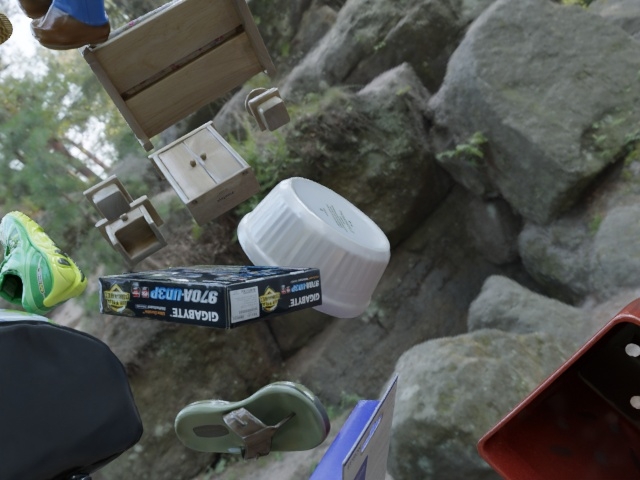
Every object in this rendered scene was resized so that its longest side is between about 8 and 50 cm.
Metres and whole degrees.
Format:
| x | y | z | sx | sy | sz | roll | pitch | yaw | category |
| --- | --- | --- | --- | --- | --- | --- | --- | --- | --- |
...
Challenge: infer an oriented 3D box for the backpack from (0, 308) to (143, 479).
| x | y | z | sx | sy | sz | roll | pitch | yaw | category |
| --- | --- | --- | --- | --- | --- | --- | --- | --- | --- |
| -0.409 | 0.173 | 0.578 | 0.356 | 0.273 | 0.290 | -29 | -14 | 28 | backpack |

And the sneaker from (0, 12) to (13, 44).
| x | y | z | sx | sy | sz | roll | pitch | yaw | category |
| --- | --- | --- | --- | --- | --- | --- | --- | --- | --- |
| -0.626 | -0.336 | 1.058 | 0.185 | 0.069 | 0.084 | -37 | 31 | -25 | sneaker |

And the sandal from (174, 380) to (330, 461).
| x | y | z | sx | sy | sz | roll | pitch | yaw | category |
| --- | --- | --- | --- | --- | --- | --- | --- | --- | --- |
| -0.115 | 0.303 | 0.955 | 0.303 | 0.120 | 0.086 | -19 | 14 | 29 | sandal |

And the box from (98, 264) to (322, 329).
| x | y | z | sx | sy | sz | roll | pitch | yaw | category |
| --- | --- | --- | --- | --- | --- | --- | --- | --- | --- |
| -0.137 | 0.063 | 0.760 | 0.175 | 0.220 | 0.051 | -6 | -85 | -56 | box |

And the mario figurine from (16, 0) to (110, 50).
| x | y | z | sx | sy | sz | roll | pitch | yaw | category |
| --- | --- | --- | --- | --- | --- | --- | --- | --- | --- |
| -0.286 | -0.356 | 0.572 | 0.170 | 0.198 | 0.320 | -52 | -21 | -49 | mario figurine |

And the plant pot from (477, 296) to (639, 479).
| x | y | z | sx | sy | sz | roll | pitch | yaw | category |
| --- | --- | --- | --- | --- | --- | --- | --- | --- | --- |
| 0.403 | 0.217 | 0.728 | 0.236 | 0.267 | 0.267 | -25 | -27 | -51 | plant pot |

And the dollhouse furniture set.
| x | y | z | sx | sy | sz | roll | pitch | yaw | category |
| --- | --- | --- | --- | --- | --- | --- | --- | --- | --- |
| -0.232 | -0.198 | 0.796 | 0.303 | 0.174 | 0.355 | -33 | -48 | -10 | dollhouse furniture set |

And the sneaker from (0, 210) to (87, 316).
| x | y | z | sx | sy | sz | roll | pitch | yaw | category |
| --- | --- | --- | --- | --- | --- | --- | --- | --- | --- |
| -0.510 | 0.038 | 1.045 | 0.123 | 0.109 | 0.296 | -43 | 40 | -18 | sneaker |

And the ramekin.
| x | y | z | sx | sy | sz | roll | pitch | yaw | category |
| --- | --- | --- | --- | --- | --- | --- | --- | --- | --- |
| 0.000 | 0.000 | 1.075 | 0.127 | 0.273 | 0.273 | -55 | -2 | 18 | ramekin |

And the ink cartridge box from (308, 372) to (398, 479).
| x | y | z | sx | sy | sz | roll | pitch | yaw | category |
| --- | --- | --- | --- | --- | --- | --- | --- | --- | --- |
| 0.041 | 0.369 | 0.885 | 0.176 | 0.069 | 0.370 | -45 | -33 | -49 | ink cartridge box |
